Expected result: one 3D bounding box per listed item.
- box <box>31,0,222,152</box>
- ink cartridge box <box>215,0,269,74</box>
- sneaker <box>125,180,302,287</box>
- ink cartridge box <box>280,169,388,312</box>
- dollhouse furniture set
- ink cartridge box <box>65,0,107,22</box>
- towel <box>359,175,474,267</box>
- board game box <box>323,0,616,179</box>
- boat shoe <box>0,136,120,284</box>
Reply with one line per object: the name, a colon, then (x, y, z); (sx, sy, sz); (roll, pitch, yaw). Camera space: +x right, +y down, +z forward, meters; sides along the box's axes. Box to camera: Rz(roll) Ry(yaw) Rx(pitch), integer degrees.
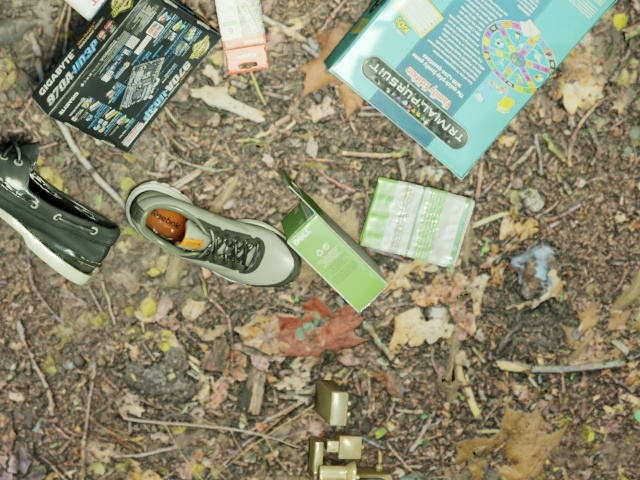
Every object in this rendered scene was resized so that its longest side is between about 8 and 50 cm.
box: (-0.259, -0.236, 1.723); (0.220, 0.051, 0.175); (-50, 150, 10)
ink cartridge box: (-0.109, -0.291, 1.788); (0.062, 0.029, 0.115); (-10, 108, -4)
sneaker: (-0.154, 0.006, 1.836); (0.271, 0.108, 0.100); (22, 102, -14)
ink cartridge box: (0.000, 0.000, 1.850); (0.062, 0.109, 0.209); (-43, 107, 7)
dollhouse furniture set: (0.058, 0.296, 1.945); (0.123, 0.144, 0.151); (3, 92, -12)
ink cartridge box: (-0.328, -0.428, 1.684); (0.237, 0.100, 0.172); (41, 99, -15)
towel: (0.144, -0.029, 1.906); (0.152, 0.023, 0.113); (14, 103, -8)
board game box: (0.209, -0.297, 1.796); (0.253, 0.079, 0.336); (38, 100, -16)
boat shoe: (-0.415, -0.084, 1.769); (0.113, 0.127, 0.340); (-43, 108, 6)
